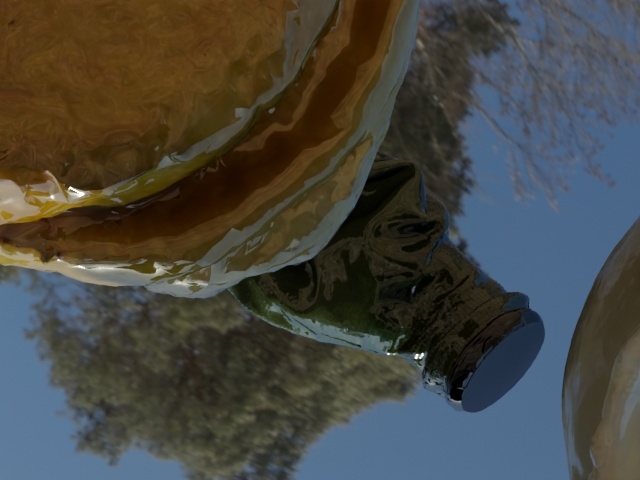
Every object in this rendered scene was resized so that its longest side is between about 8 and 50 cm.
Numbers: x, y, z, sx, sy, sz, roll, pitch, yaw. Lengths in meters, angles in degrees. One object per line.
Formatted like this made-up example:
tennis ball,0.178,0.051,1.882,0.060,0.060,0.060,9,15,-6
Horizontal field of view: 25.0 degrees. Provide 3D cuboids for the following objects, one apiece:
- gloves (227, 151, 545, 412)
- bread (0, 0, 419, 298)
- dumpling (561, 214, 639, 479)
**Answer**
gloves,0.010,0.000,0.849,0.268,0.107,0.135,35,-66,17
bread,-0.084,-0.092,0.447,0.236,0.120,0.198,16,-101,-3
dumpling,0.117,0.017,0.354,0.108,0.188,0.127,23,-54,30
